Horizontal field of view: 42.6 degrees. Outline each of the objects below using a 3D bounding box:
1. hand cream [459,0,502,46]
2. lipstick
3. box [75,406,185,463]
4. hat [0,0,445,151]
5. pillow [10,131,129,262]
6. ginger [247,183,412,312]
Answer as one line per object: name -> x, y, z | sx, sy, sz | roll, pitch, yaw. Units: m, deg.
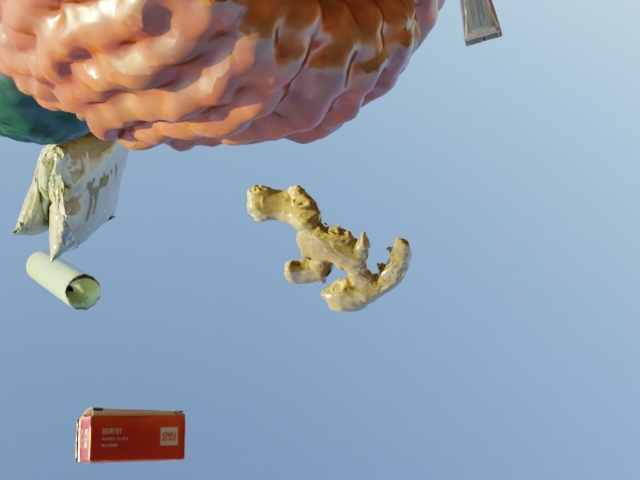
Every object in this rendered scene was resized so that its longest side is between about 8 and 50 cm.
hand cream -> 0.271, -0.455, 1.458 | 0.067, 0.209, 0.043 | -11, 179, 20
lipstick -> -0.540, 0.079, 1.709 | 0.076, 0.076, 0.304 | -6, -167, -34
box -> -0.356, 0.365, 1.535 | 0.182, 0.133, 0.099 | 5, -106, -23
hat -> -0.110, -0.193, 0.517 | 0.285, 0.285, 0.400 | -5, -175, -33
pillow -> -0.285, -0.068, 0.984 | 0.078, 0.134, 0.181 | 20, -160, 4
ginger -> -0.004, 0.014, 1.192 | 0.259, 0.149, 0.065 | 26, -162, 4
